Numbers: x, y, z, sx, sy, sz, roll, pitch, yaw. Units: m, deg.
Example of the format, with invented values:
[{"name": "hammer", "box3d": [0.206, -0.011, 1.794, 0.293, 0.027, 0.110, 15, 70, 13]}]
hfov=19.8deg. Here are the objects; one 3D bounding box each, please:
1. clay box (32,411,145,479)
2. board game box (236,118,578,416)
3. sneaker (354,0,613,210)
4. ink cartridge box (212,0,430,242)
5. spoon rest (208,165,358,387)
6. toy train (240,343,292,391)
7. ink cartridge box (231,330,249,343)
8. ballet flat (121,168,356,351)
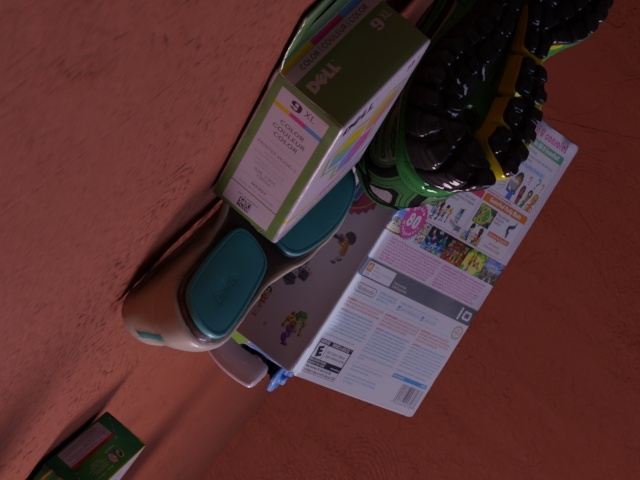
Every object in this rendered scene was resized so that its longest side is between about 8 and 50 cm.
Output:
[{"name": "clay box", "box3d": [-0.251, 0.261, 1.604, 0.222, 0.053, 0.127, -52, 175, 24]}, {"name": "board game box", "box3d": [0.079, -0.008, 1.651, 0.303, 0.097, 0.224, -57, 147, 4]}, {"name": "sneaker", "box3d": [0.120, -0.166, 1.468, 0.146, 0.134, 0.343, -21, -151, 51]}, {"name": "ink cartridge box", "box3d": [0.008, -0.097, 1.233, 0.109, 0.062, 0.209, -46, 173, -36]}, {"name": "spoon rest", "box3d": [-0.030, -0.019, 1.507, 0.276, 0.084, 0.137, -65, 174, 11]}, {"name": "toy train", "box3d": [-0.050, 0.121, 2.307, 0.105, 0.080, 0.184, -61, 171, 13]}, {"name": "ink cartridge box", "box3d": [0.000, 0.000, 1.772, 0.255, 0.097, 0.189, -2, 136, -52]}, {"name": "ballet flat", "box3d": [-0.063, 0.005, 1.360, 0.248, 0.086, 0.086, -43, 171, -48]}]
